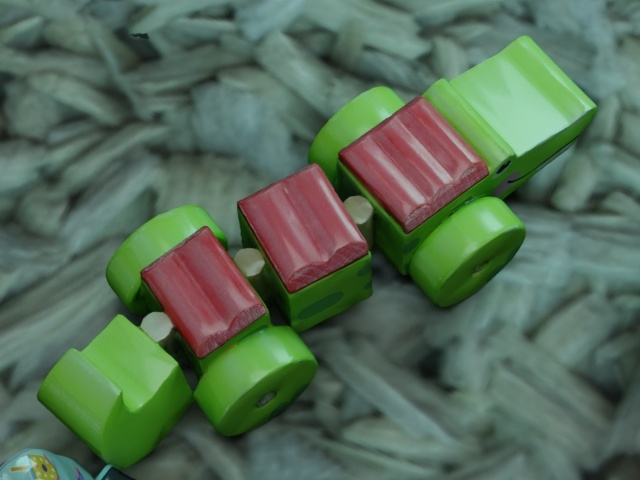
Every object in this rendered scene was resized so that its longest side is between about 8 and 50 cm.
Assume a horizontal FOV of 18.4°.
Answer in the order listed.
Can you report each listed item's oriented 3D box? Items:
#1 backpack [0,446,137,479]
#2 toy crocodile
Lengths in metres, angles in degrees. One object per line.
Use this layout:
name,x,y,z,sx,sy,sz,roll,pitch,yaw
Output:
backpack,-0.134,0.194,0.928,0.144,0.166,0.188,34,84,6
toy crocodile,0.000,0.000,1.043,0.340,0.105,0.115,-32,70,-13
